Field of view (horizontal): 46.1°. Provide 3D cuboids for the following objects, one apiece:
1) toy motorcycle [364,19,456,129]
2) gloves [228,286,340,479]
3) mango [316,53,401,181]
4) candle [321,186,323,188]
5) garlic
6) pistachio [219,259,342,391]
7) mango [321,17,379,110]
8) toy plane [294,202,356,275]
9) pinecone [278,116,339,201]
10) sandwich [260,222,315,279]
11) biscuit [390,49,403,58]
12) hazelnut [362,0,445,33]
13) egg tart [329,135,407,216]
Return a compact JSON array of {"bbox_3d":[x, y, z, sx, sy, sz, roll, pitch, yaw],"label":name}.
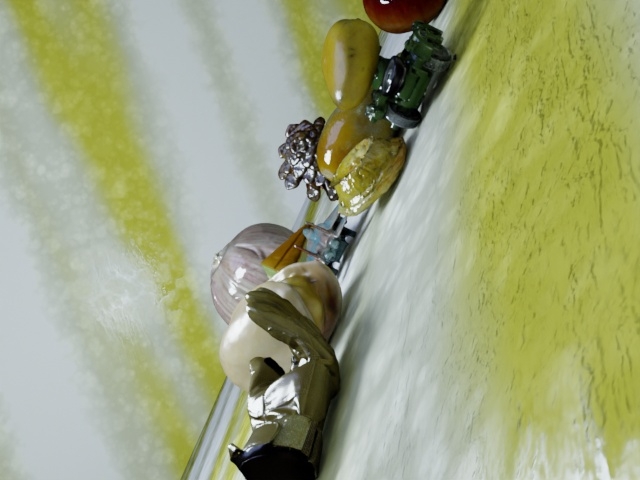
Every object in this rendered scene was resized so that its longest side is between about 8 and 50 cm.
[{"bbox_3d":[0.160,-0.321,1.396,0.275,0.127,0.205,-77,10,-51],"label":"toy motorcycle"},{"bbox_3d":[-0.043,0.190,1.045,0.331,0.141,0.154,-89,-4,-52],"label":"gloves"},{"bbox_3d":[0.101,-0.258,1.595,0.316,0.146,0.193,-61,2,-10],"label":"mango"},{"bbox_3d":[0.079,-0.298,2.129,0.317,0.131,0.287,-52,5,29],"label":"candle"},{"bbox_3d":[-0.153,0.089,1.939,0.317,0.259,0.318,-160,90,-85],"label":"garlic"},{"bbox_3d":[-0.068,0.165,1.321,0.299,0.187,0.188,-51,14,45],"label":"pistachio"},{"bbox_3d":[0.056,-0.322,1.387,0.137,0.098,0.195,130,145,-59],"label":"mango"},{"bbox_3d":[0.007,0.003,1.592,0.326,0.104,0.223,-89,24,-87],"label":"toy plane"},{"bbox_3d":[0.019,-0.190,1.784,0.201,0.228,0.203,-6,-61,-43],"label":"pinecone"},{"bbox_3d":[-0.023,0.058,1.730,0.187,0.117,0.144,-41,34,-26],"label":"sandwich"},{"bbox_3d":[0.175,-0.419,1.943,0.206,0.025,0.126,-46,-17,-48],"label":"biscuit"},{"bbox_3d":[0.222,-0.616,1.817,0.252,0.217,0.217,-57,3,-12],"label":"hazelnut"},{"bbox_3d":[0.083,-0.129,1.392,0.191,0.074,0.191,-46,17,18],"label":"egg tart"}]
